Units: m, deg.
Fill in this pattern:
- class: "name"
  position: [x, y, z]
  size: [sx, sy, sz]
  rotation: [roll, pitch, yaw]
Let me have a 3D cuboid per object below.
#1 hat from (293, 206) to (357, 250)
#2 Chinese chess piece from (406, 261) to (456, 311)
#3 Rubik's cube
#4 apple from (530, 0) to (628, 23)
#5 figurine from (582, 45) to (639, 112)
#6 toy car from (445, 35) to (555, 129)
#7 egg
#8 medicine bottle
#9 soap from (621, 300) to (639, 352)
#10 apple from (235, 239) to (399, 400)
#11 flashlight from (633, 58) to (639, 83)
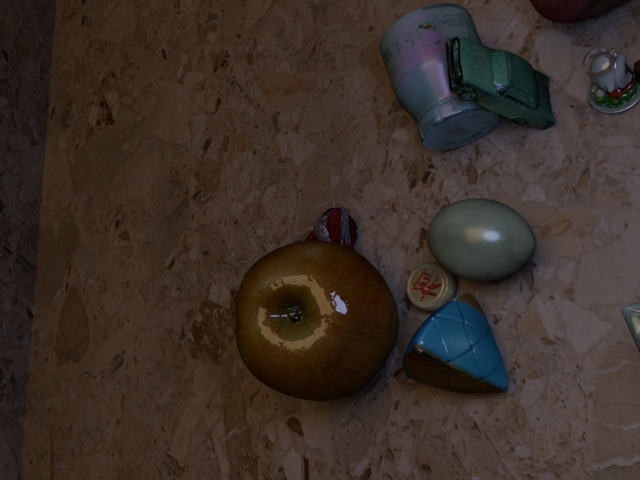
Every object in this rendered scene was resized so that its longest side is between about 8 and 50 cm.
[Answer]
- class: "hat"
  position: [0.003, 0.003, 2.008]
  size: [0.227, 0.129, 0.140]
  rotation: [-25, 82, 46]
- class: "Chinese chess piece"
  position: [0.266, 0.111, 1.798]
  size: [0.122, 0.051, 0.122]
  rotation: [-12, 67, 31]
- class: "Rubik's cube"
  position: [0.327, 0.231, 1.662]
  size: [0.255, 0.254, 0.254]
  rotation: [-13, 67, 32]
- class: "apple"
  position: [0.607, -0.654, 1.651]
  size: [0.345, 0.345, 0.269]
  rotation: [-23, 84, 27]
- class: "figurine"
  position: [0.629, -0.363, 1.641]
  size: [0.132, 0.154, 0.132]
  rotation: [-13, 67, 32]
- class: "toy car"
  position: [0.415, -0.360, 1.691]
  size: [0.097, 0.321, 0.141]
  rotation: [-25, 59, 49]
- class: "egg"
  position: [0.359, -0.002, 1.685]
  size: [0.253, 0.187, 0.186]
  rotation: [4, 76, 36]
- class: "medicine bottle"
  position: [0.300, -0.390, 1.835]
  size: [0.245, 0.245, 0.289]
  rotation: [-27, 69, 26]
- class: "soap"
  position: [0.687, 0.172, 1.385]
  size: [0.182, 0.199, 0.138]
  rotation: [-28, 57, 24]
- class: "apple"
  position: [-0.025, 0.186, 1.800]
  size: [0.401, 0.334, 0.399]
  rotation: [-14, 66, 33]
- class: "flashlight"
  position: [0.727, -0.277, 1.566]
  size: [0.093, 0.093, 0.231]
  rotation: [-18, 77, 30]
